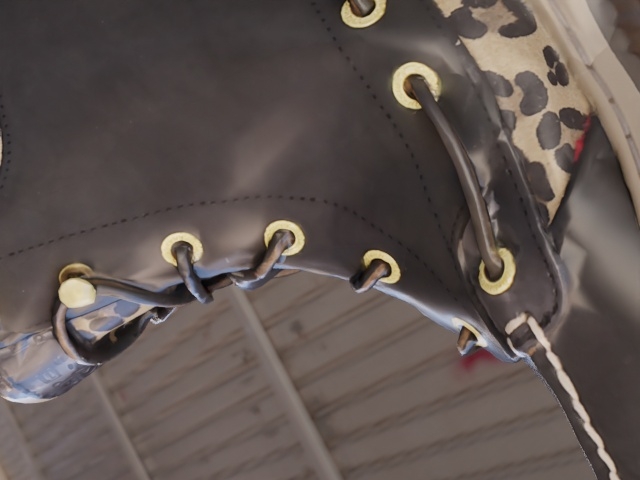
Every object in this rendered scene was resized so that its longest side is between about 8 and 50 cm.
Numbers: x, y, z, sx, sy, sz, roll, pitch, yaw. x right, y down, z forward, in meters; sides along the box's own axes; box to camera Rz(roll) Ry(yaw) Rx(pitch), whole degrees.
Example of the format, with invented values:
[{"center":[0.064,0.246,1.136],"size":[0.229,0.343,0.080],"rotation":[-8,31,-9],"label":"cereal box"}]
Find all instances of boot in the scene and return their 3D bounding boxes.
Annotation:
[{"center":[0.000,0.000,0.495],"size":[0.284,0.377,0.138],"rotation":[-22,177,17],"label":"boot"}]
